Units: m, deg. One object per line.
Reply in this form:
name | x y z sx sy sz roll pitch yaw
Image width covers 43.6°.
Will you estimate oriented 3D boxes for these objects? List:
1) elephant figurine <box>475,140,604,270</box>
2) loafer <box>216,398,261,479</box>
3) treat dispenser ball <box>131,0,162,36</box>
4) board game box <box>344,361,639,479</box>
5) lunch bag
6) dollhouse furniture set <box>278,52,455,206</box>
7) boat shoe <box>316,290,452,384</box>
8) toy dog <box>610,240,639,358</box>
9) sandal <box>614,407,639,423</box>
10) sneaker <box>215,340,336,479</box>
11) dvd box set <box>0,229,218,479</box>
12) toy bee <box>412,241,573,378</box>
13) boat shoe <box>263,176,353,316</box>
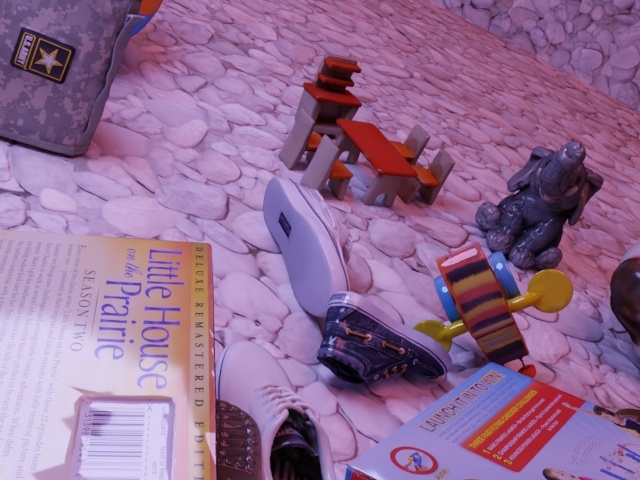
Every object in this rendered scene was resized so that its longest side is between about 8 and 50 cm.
elephant figurine | 0.381 -0.079 1.306 0.170 0.239 0.186 15 32 -21
loafer | -0.094 0.237 0.579 0.102 0.092 0.268 19 34 -8
treat dispenser ball | -0.368 -0.431 1.197 0.288 0.288 0.288 20 31 -13
board game box | 0.221 0.245 0.719 0.302 0.086 0.308 20 21 31
lunch bag | -0.373 -0.269 0.994 0.287 0.235 0.169 33 25 10
dollhouse furniture set | 0.065 -0.182 1.314 0.262 0.135 0.259 1 39 -38
boat shoe | 0.071 0.136 0.912 0.183 0.065 0.083 33 61 -26
toy dog | 0.610 0.105 1.108 0.408 0.395 0.285 8 29 39
sandal | 0.465 0.268 1.038 0.180 0.049 0.072 14 24 5
sneaker | -0.033 0.175 0.723 0.094 0.091 0.258 9 35 -29
dvd box set | -0.287 0.095 0.576 0.421 0.062 0.307 3 35 -12
toy bee | 0.225 0.097 0.993 0.298 0.195 0.162 1 63 -55
boat shoe | 0.000 0.000 1.021 0.084 0.095 0.258 6 37 -26
